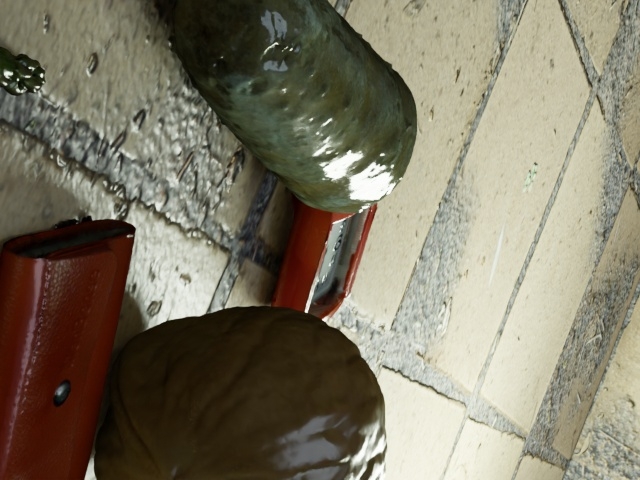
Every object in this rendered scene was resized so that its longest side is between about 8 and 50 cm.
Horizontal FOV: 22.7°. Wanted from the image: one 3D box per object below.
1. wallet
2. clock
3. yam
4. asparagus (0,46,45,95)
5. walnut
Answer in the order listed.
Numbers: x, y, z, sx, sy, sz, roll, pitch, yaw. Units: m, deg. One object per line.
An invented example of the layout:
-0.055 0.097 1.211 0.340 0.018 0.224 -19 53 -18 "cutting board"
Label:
-0.181 0.091 1.059 0.142 0.045 0.204 -19 126 -65 "wallet"
0.000 0.000 1.423 0.113 0.061 0.155 -35 143 -58 "clock"
-0.018 -0.120 1.178 0.133 0.133 0.330 -67 156 -9 "yam"
-0.202 -0.099 0.848 0.236 0.034 0.027 5 90 -69 "asparagus"
-0.061 0.150 1.192 0.228 0.228 0.228 -52 153 -40 "walnut"
